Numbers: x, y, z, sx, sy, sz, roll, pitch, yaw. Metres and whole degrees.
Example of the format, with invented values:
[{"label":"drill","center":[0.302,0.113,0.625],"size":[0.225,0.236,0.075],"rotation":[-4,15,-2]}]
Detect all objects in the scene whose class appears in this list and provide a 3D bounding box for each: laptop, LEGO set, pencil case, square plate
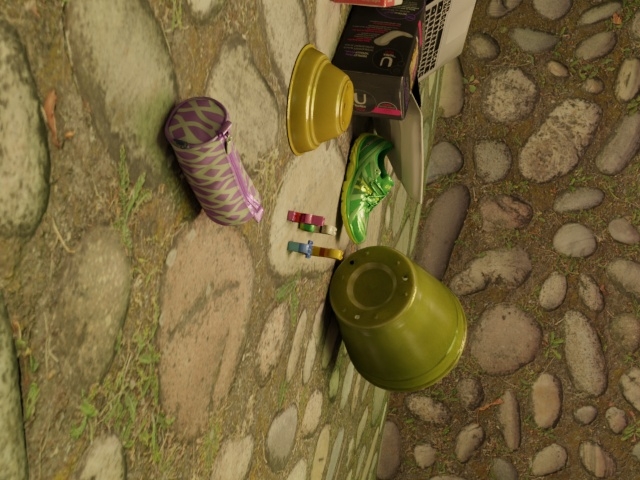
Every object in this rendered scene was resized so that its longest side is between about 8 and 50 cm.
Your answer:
[{"label":"laptop","center":[0.334,-0.456,1.967],"size":[0.408,0.236,0.382],"rotation":[-36,163,-12]},{"label":"LEGO set","center":[0.000,0.000,1.522],"size":[0.227,0.093,0.087],"rotation":[22,78,-76]},{"label":"pencil case","center":[-0.134,-0.099,0.941],"size":[0.206,0.088,0.086],"rotation":[75,30,-61]},{"label":"square plate","center":[0.194,-0.319,1.909],"size":[0.347,0.049,0.344],"rotation":[80,-8,-54]}]

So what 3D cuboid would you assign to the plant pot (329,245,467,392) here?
[{"label":"plant pot","center":[0.190,0.193,1.976],"size":[0.353,0.367,0.366],"rotation":[52,48,-56]}]

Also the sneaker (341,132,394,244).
[{"label":"sneaker","center":[0.125,-0.134,1.864],"size":[0.109,0.124,0.295],"rotation":[13,86,-74]}]

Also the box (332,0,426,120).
[{"label":"box","center":[0.139,-0.425,1.643],"size":[0.143,0.165,0.270],"rotation":[80,24,-56]}]

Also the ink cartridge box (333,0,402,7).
[{"label":"ink cartridge box","center":[0.113,-0.641,1.495],"size":[0.207,0.117,0.283],"rotation":[-49,146,-64]}]

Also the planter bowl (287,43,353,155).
[{"label":"planter bowl","center":[0.011,-0.267,1.398],"size":[0.217,0.090,0.217],"rotation":[10,90,-75]}]
